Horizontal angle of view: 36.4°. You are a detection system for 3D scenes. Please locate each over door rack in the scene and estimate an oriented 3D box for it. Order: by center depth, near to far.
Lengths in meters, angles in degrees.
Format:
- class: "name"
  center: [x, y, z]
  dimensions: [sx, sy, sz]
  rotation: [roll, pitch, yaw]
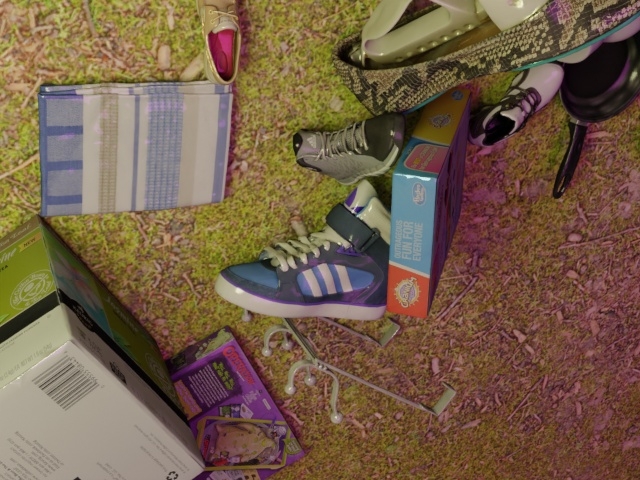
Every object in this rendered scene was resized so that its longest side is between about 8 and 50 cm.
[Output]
- class: "over door rack"
  center: [0.037, 0.207, 1.653]
  dimensions: [0.324, 0.239, 0.108]
  rotation: [15, 110, -32]

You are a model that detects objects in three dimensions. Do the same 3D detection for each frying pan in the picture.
- class: "frying pan"
  center: [0.492, -0.244, 1.711]
  dimensions: [0.197, 0.053, 0.326]
  rotation: [-16, 126, -17]

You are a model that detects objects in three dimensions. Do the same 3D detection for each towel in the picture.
- class: "towel"
  center: [-0.266, -0.137, 1.418]
  dimensions: [0.285, 0.034, 0.209]
  rotation: [-6, 122, -22]

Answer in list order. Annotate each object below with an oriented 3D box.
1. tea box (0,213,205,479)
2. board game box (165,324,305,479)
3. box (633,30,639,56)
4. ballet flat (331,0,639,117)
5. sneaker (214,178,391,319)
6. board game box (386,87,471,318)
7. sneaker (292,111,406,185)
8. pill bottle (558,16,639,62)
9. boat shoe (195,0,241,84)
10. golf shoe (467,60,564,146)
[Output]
- class: "tea box"
  center: [-0.373, 0.200, 1.392]
  dimensions: [0.220, 0.323, 0.329]
  rotation: [-35, 129, -1]
- class: "board game box"
  center: [-0.181, 0.326, 1.746]
  dimensions: [0.208, 0.056, 0.347]
  rotation: [-27, 128, -3]
- class: "box"
  center: [0.593, -0.375, 1.648]
  dimensions: [0.159, 0.044, 0.233]
  rotation: [-51, 131, -20]
- class: "ballet flat"
  center: [0.203, -0.301, 1.331]
  dimensions: [0.482, 0.164, 0.182]
  rotation: [-16, 139, 42]
- class: "sneaker"
  center: [0.001, 0.000, 1.589]
  dimensions: [0.322, 0.130, 0.236]
  rotation: [8, 108, -26]
- class: "board game box"
  center: [0.172, -0.068, 1.517]
  dimensions: [0.064, 0.316, 0.242]
  rotation: [9, 123, 13]
- class: "sneaker"
  center: [0.029, -0.141, 1.467]
  dimensions: [0.132, 0.228, 0.086]
  rotation: [11, 72, -21]
- class: "pill bottle"
  center: [0.453, -0.420, 1.453]
  dimensions: [0.334, 0.188, 0.188]
  rotation: [-42, 130, -16]
- class: "boat shoe"
  center: [-0.135, -0.299, 1.352]
  dimensions: [0.063, 0.059, 0.170]
  rotation: [-12, 112, -19]
- class: "golf shoe"
  center: [0.331, -0.218, 1.608]
  dimensions: [0.198, 0.094, 0.077]
  rotation: [-40, 113, 9]
